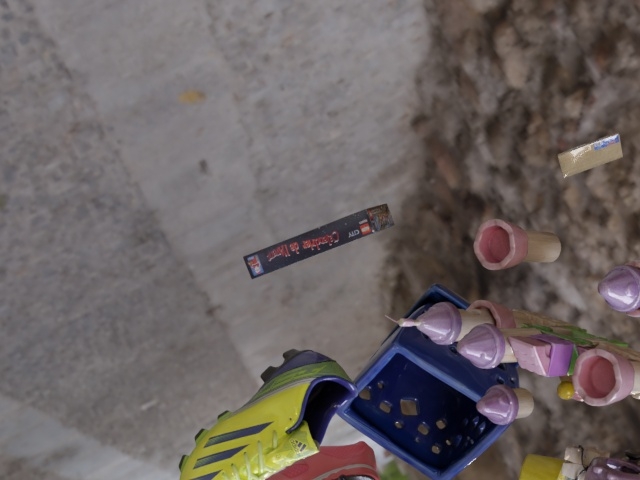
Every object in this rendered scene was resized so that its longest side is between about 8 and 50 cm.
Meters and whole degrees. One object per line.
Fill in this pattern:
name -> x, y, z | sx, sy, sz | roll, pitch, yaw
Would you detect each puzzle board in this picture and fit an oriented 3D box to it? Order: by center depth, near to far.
puzzle board -> 0.550, -0.175, 2.423 | 0.128, 0.011, 0.096 | -20, 150, 9

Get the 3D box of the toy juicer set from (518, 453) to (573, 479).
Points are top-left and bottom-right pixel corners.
toy juicer set -> 0.369, 0.466, 1.937 | 0.209, 0.089, 0.329 | -70, 158, -9

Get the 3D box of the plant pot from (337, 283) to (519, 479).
plant pot -> 0.199, 0.227, 2.000 | 0.236, 0.236, 0.212 | -55, -179, 45

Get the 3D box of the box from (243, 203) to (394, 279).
box -> 0.000, 0.000, 2.050 | 0.233, 0.044, 0.159 | -21, 179, 16

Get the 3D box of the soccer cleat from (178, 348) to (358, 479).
soccer cleat -> -0.069, 0.254, 1.475 | 0.289, 0.121, 0.093 | -47, 140, -22

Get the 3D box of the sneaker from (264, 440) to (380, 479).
sneaker -> -0.025, 0.485, 2.383 | 0.314, 0.116, 0.136 | -16, -148, 15

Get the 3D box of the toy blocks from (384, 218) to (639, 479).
toy blocks -> 0.262, 0.148, 1.442 | 0.260, 0.309, 0.289 | 3, -169, -43
